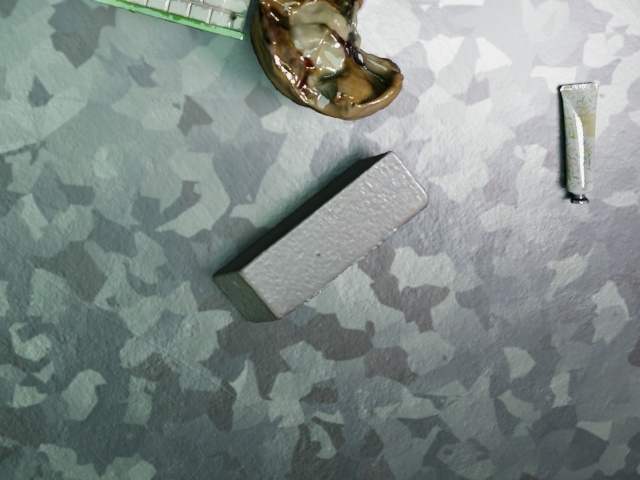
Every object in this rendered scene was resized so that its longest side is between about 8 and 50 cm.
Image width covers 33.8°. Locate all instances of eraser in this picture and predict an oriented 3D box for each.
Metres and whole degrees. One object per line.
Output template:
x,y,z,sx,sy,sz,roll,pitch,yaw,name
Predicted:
0.000,0.000,1.653,0.352,0.077,0.111,-38,108,3,eraser

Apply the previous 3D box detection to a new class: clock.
-0.184,-0.429,1.464,0.220,0.106,0.255,13,101,-16,clock

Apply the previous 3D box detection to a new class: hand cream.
0.420,-0.155,1.701,0.067,0.042,0.194,-6,105,-8,hand cream

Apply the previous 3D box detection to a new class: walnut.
-0.009,-0.270,1.517,0.204,0.141,0.238,-11,72,-30,walnut
